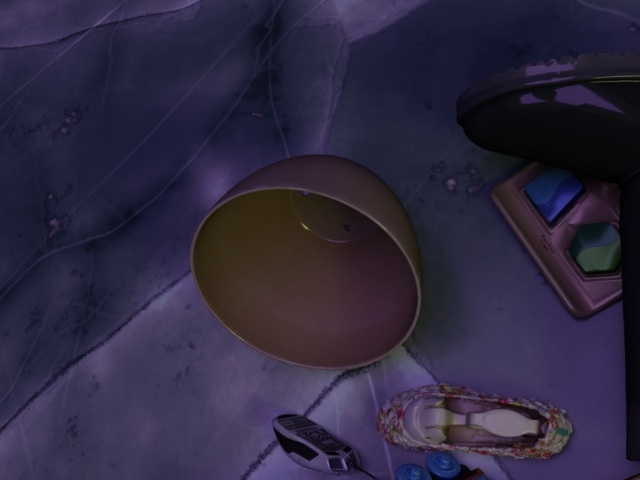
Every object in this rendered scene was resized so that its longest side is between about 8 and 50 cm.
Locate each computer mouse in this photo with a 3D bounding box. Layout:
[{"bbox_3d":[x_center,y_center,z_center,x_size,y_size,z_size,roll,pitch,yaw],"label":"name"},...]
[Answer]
[{"bbox_3d":[0.012,0.280,0.946,0.193,0.106,0.042,24,102,39],"label":"computer mouse"}]

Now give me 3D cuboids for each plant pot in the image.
[{"bbox_3d":[0.000,0.000,0.963,0.284,0.284,0.191,-6,34,21],"label":"plant pot"}]

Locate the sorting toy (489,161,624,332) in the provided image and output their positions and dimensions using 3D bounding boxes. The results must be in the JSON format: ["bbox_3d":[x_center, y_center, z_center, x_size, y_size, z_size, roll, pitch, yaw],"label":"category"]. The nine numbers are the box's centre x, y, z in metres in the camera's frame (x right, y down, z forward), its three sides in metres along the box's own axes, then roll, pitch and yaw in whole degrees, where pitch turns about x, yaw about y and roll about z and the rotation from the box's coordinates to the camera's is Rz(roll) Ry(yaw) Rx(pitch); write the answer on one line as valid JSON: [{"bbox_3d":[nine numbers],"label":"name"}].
[{"bbox_3d":[0.377,-0.009,0.908,0.229,0.041,0.307,-33,63,9],"label":"sorting toy"}]

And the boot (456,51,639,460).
[{"bbox_3d":[0.345,0.022,0.828,0.367,0.146,0.445,-5,79,17],"label":"boot"}]

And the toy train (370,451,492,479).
[{"bbox_3d":[0.120,0.307,0.839,0.105,0.184,0.080,36,126,43],"label":"toy train"}]

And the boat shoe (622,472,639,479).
[{"bbox_3d":[0.261,0.339,0.803,0.285,0.104,0.089,-29,65,10],"label":"boat shoe"}]

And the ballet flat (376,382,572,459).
[{"bbox_3d":[0.174,0.214,0.898,0.241,0.077,0.091,-5,72,22],"label":"ballet flat"}]
